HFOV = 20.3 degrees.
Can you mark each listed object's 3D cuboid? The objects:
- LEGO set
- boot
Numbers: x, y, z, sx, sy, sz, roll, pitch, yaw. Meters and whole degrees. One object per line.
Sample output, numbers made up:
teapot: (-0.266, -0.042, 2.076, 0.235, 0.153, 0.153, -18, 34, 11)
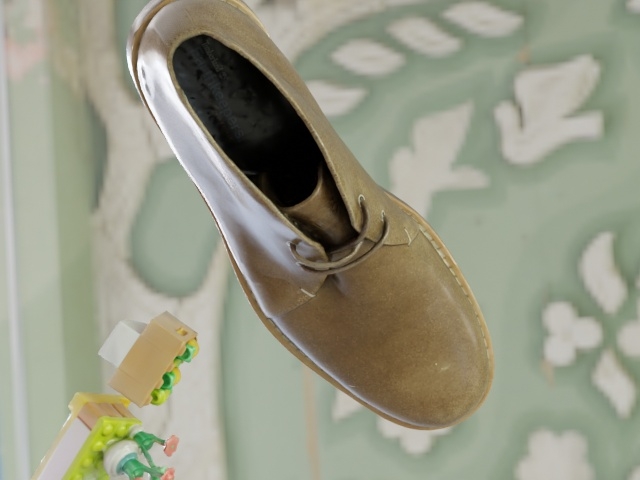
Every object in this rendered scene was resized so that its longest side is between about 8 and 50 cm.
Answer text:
LEGO set: (-0.152, 0.174, 0.994, 0.287, 0.107, 0.132, -39, -33, -17)
boot: (0.000, 0.000, 0.986, 0.112, 0.305, 0.115, -37, 19, 0)
